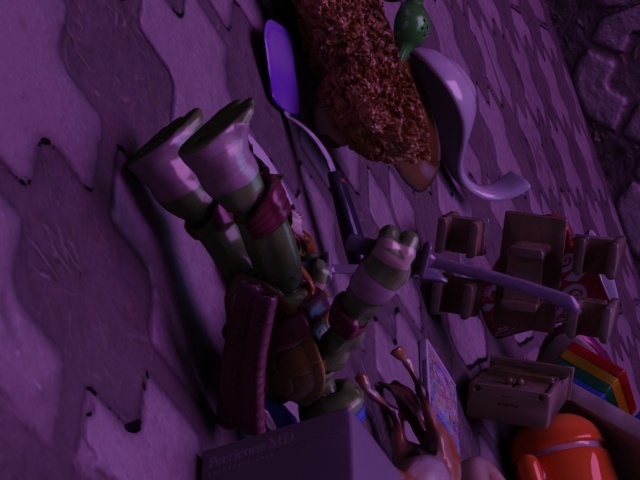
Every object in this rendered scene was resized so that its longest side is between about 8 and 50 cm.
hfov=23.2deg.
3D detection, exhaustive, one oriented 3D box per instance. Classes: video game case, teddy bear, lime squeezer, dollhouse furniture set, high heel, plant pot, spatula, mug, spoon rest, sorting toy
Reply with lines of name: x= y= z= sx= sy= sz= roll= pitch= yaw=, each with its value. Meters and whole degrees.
video game case: x=0.133 y=0.180 z=1.743 sx=0.122 sy=0.011 sz=0.087 roll=-88 pitch=153 yaw=-48
teddy bear: x=0.017 y=-0.227 z=1.691 sx=0.245 sy=0.113 sz=0.338 roll=74 pitch=-2 yaw=-84
lime squeezer: x=0.075 y=-0.277 z=1.880 sx=0.059 sy=0.110 sz=0.310 roll=17 pitch=53 yaw=-48
dollhouse furniture set: x=0.252 y=0.085 z=1.888 sx=0.161 sy=0.212 sz=0.242 roll=-23 pitch=120 yaw=-71
high heel: x=0.379 y=0.201 z=2.268 sx=0.377 sy=0.127 sz=0.181 roll=72 pitch=19 yaw=-45
plant pot: x=0.105 y=-0.178 z=2.002 sx=0.236 sy=0.032 sz=0.236 roll=-19 pitch=90 yaw=-73
spatula: x=-0.002 y=-0.084 z=1.560 sx=0.296 sy=0.030 sz=0.084 roll=67 pitch=15 yaw=14
mug: x=0.300 y=0.048 z=2.118 sx=0.113 sy=0.169 sz=0.150 roll=-4 pitch=75 yaw=-71
spoon rest: x=0.190 y=-0.153 z=2.139 sx=0.276 sy=0.084 sz=0.137 roll=53 pitch=-6 yaw=-32
sorting toy: x=0.406 y=0.266 z=2.048 sx=0.257 sy=0.089 sz=0.255 roll=29 pitch=-24 yaw=41

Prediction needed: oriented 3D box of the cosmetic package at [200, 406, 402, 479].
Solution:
cosmetic package: x=-0.011 y=0.244 z=1.058 sx=0.238 sy=0.127 sz=0.107 roll=-95 pitch=158 yaw=-43

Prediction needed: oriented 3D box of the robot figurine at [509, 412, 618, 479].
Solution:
robot figurine: x=0.308 y=0.310 z=1.937 sx=0.128 sy=0.158 sz=0.219 roll=117 pitch=-36 yaw=-61

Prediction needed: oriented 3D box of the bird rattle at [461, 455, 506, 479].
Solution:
bird rattle: x=0.186 y=0.319 z=1.653 sx=0.253 sy=0.143 sz=0.207 roll=44 pitch=17 yaw=-30

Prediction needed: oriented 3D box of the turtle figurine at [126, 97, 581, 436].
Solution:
turtle figurine: x=0.000 y=0.000 z=1.195 sx=0.266 sy=0.275 sz=0.198 roll=55 pitch=6 yaw=-18

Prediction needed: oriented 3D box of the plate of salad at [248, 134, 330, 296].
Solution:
plate of salad: x=-0.041 y=-0.012 z=1.366 sx=0.200 sy=0.048 sz=0.200 roll=55 pitch=24 yaw=-40

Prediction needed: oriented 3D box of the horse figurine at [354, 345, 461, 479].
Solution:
horse figurine: x=0.077 y=0.207 z=1.461 sx=0.174 sy=0.066 sz=0.263 roll=62 pitch=21 yaw=-8
